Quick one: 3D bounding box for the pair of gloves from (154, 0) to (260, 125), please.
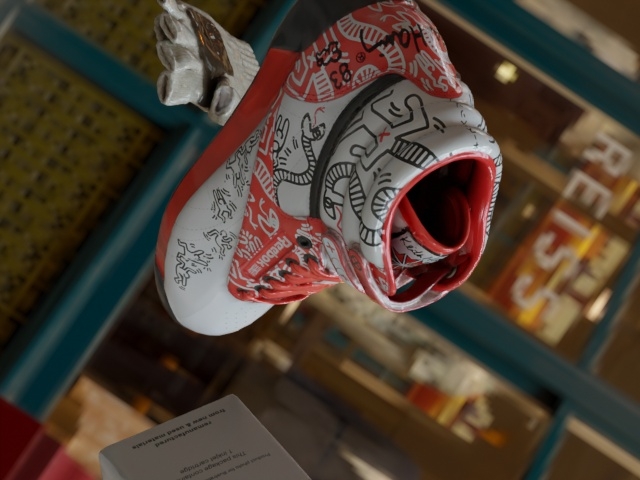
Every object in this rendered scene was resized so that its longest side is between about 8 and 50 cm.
[{"bbox_3d":[-0.056,-0.072,1.368,0.042,0.240,0.204,-24,163,18],"label":"pair of gloves"}]

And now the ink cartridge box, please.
[{"bbox_3d":[-0.031,0.266,1.196,0.114,0.273,0.197,-22,130,-23],"label":"ink cartridge box"}]

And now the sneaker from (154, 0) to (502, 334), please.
[{"bbox_3d":[-0.001,0.000,0.949,0.090,0.145,0.270,-5,141,-36],"label":"sneaker"}]
